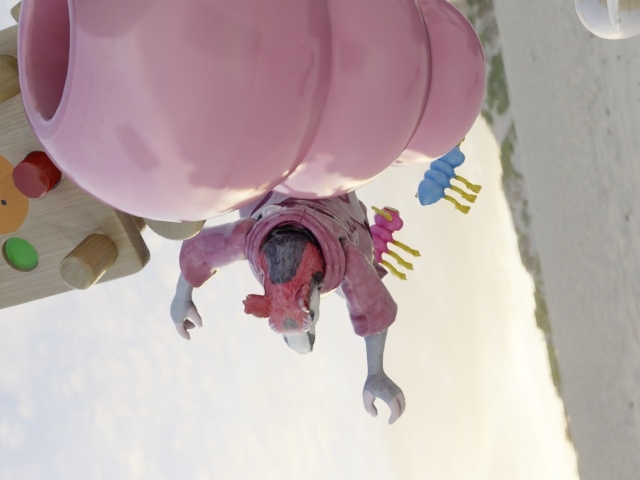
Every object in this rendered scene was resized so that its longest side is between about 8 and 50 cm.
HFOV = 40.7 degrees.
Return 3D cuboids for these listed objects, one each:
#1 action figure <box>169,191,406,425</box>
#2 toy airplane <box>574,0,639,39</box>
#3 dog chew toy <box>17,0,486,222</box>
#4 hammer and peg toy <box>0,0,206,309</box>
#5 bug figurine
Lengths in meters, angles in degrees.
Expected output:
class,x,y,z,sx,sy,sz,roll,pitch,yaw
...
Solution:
class,x,y,z,sx,sy,sz,roll,pitch,yaw
action figure,0.000,0.000,0.852,0.370,0.248,0.276,-77,5,-80
toy airplane,0.344,-0.321,0.827,0.384,0.386,0.272,46,134,44
dog chew toy,-0.022,-0.117,0.585,0.332,0.206,0.207,-3,-100,-35
hammer and peg toy,-0.275,-0.073,0.816,0.266,0.361,0.127,66,-157,-20
bug figurine,0.060,-0.064,1.138,0.072,0.279,0.216,40,-107,-49
